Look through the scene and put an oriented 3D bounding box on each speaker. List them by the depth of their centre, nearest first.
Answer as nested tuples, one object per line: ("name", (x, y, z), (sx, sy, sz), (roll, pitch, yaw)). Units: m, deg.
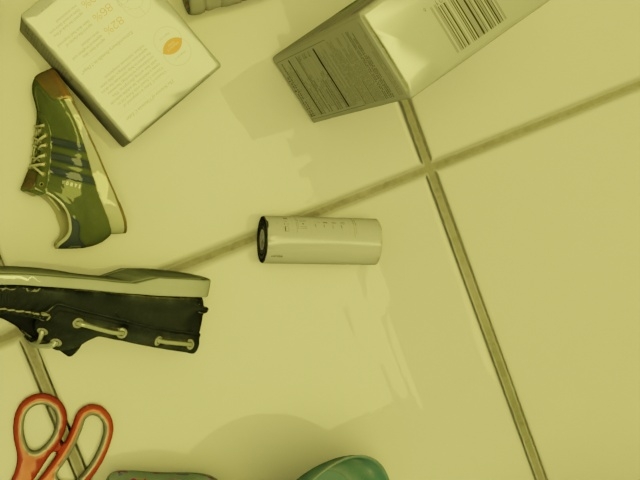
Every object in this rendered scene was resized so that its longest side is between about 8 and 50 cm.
("speaker", (0.000, 0.000, 1.369), (0.136, 0.055, 0.055), (1, 91, -16))

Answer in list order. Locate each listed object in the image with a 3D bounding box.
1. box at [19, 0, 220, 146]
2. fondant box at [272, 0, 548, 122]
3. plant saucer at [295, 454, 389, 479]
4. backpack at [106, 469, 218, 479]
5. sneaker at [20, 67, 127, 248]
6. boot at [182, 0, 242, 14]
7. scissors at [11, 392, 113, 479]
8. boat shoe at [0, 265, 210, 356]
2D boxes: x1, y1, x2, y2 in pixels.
("box", (-0.214, -0.205, 1.287), (0.130, 0.091, 0.170), (-42, 101, -11))
("fondant box", (0.105, -0.234, 1.250), (0.238, 0.330, 0.096), (-36, 101, -12))
("plant saucer", (-0.021, 0.372, 1.288), (0.317, 0.043, 0.318), (-33, 131, -47))
("backpack", (-0.151, 0.323, 1.276), (0.188, 0.166, 0.144), (12, 97, -18))
("sneaker", (-0.280, -0.079, 1.284), (0.086, 0.064, 0.192), (-26, 101, -18))
("boot", (-0.134, -0.371, 1.291), (0.123, 0.095, 0.258), (-23, 109, -11))
("scissors", (-0.326, 0.302, 1.302), (0.109, 0.021, 0.297), (28, 82, -16))
("boat shoe", (-0.251, 0.075, 1.245), (0.302, 0.114, 0.091), (4, 93, -29))
